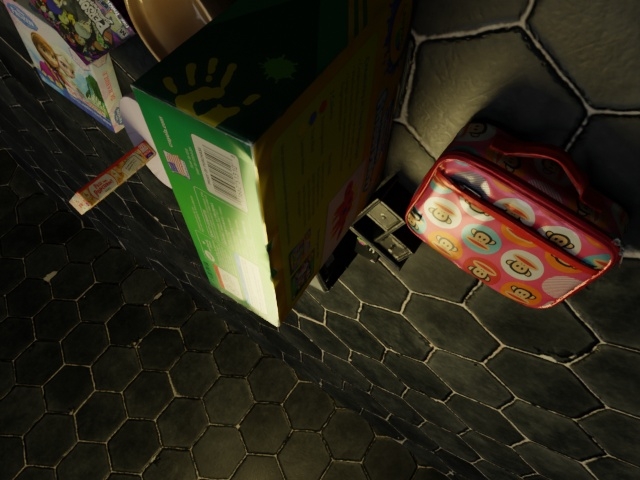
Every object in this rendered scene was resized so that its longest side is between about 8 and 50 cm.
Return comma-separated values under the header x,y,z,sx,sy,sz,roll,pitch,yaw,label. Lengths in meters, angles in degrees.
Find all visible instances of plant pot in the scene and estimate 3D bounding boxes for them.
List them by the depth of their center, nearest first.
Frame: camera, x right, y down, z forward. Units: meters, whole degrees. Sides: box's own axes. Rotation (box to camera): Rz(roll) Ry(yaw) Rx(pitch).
x,y,z,sx,sy,sz,roll,pitch,yaw,label
-0.222,-0.395,0.830,0.237,0.110,0.237,31,153,18,plant pot

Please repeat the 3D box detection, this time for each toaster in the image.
x,y,z,sx,sy,sz,roll,pitch,yaw,label
0.000,0.000,1.099,0.110,0.168,0.186,18,147,38,toaster

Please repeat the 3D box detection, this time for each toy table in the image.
x,y,z,sx,sy,sz,roll,pitch,yaw,label
-0.352,-0.273,1.132,0.252,0.161,0.274,35,153,11,toy table

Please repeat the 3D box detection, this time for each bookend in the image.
x,y,z,sx,sy,sz,roll,pitch,yaw,label
0.156,-0.030,0.960,0.157,0.072,0.156,41,153,-5,bookend

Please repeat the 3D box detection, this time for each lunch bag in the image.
x,y,z,sx,sy,sz,roll,pitch,yaw,label
0.298,-0.042,0.722,0.293,0.120,0.258,34,149,8,lunch bag

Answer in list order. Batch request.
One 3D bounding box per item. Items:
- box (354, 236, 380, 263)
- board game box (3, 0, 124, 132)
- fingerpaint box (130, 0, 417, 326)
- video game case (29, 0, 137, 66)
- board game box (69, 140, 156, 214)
x,y,z,sx,sy,sz,roll,pitch,yaw,label
0.120,0.003,1.079,0.062,0.052,0.083,33,154,15,box
-0.711,-0.506,1.330,0.318,0.066,0.318,35,153,9,board game box
-0.034,-0.135,0.701,0.163,0.371,0.445,29,153,15,fingerpaint box
-0.537,-0.526,1.031,0.210,0.042,0.232,-8,132,35,video game case
-0.492,-0.147,1.109,0.045,0.193,0.146,51,150,-20,board game box
